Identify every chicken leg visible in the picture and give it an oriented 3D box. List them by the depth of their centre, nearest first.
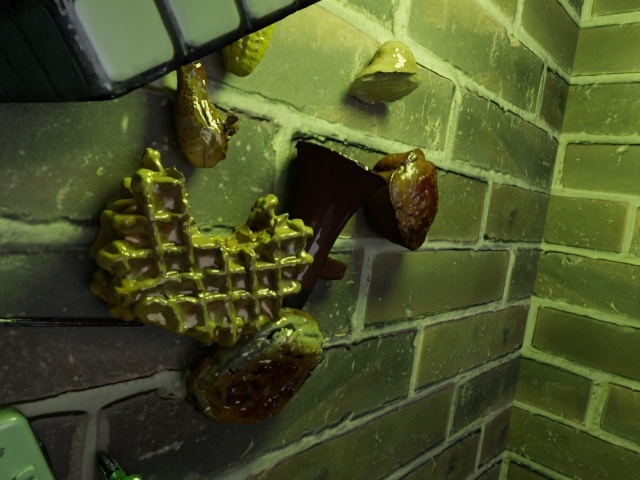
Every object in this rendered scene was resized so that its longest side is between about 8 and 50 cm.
[{"bbox_3d":[-0.189,-0.219,0.774,0.101,0.085,0.207,-15,109,-17],"label":"chicken leg"}]

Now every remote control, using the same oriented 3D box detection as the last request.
[{"bbox_3d":[-0.433,0.375,0.670,0.140,0.056,0.296,-29,120,-42],"label":"remote control"}]

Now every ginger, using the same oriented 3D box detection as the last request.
[{"bbox_3d":[0.138,-0.389,1.100,0.193,0.115,0.122,-15,89,-37],"label":"ginger"}]

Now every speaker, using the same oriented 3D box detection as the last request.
[{"bbox_3d":[-0.015,-0.018,1.010,0.259,0.198,0.329,-44,159,-82],"label":"speaker"}]

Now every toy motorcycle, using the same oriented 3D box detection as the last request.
[{"bbox_3d":[-0.306,0.427,0.785,0.074,0.106,0.190,-32,120,-38],"label":"toy motorcycle"}]

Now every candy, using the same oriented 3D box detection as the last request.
[{"bbox_3d":[-0.121,-0.375,0.809,0.106,0.094,0.198,3,104,-49],"label":"candy"}]

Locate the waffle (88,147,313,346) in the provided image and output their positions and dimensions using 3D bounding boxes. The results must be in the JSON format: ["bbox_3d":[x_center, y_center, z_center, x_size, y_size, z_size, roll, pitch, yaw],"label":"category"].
[{"bbox_3d":[-0.181,0.024,0.765,0.324,0.151,0.261,18,89,-33],"label":"waffle"}]

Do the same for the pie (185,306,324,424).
[{"bbox_3d":[-0.108,0.244,0.928,0.308,0.085,0.308,-21,139,-19],"label":"pie"}]

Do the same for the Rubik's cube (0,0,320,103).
[{"bbox_3d":[-0.234,-0.361,0.499,0.344,0.344,0.337,-44,128,-34],"label":"Rubik's cube"}]

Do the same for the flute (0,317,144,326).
[{"bbox_3d":[-0.378,0.118,0.700,0.269,0.014,0.014,12,91,-48],"label":"flute"}]

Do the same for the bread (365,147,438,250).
[{"bbox_3d":[0.215,-0.102,1.210,0.232,0.135,0.246,-47,130,-31],"label":"bread"}]
